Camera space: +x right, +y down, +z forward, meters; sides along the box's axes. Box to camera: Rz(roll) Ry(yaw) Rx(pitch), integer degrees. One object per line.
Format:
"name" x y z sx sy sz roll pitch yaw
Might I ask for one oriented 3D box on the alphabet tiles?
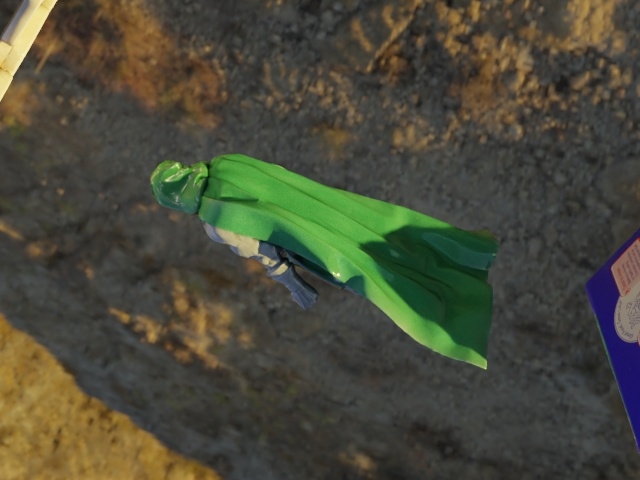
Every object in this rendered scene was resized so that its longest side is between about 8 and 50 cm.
"alphabet tiles" -0.193 -0.145 0.772 0.021 0.284 0.278 31 143 -19

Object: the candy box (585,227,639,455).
"candy box" 0.361 0.140 0.837 0.317 0.268 0.122 34 113 -12

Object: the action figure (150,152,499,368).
"action figure" 0.000 0.000 0.757 0.232 0.137 0.063 23 124 -10
